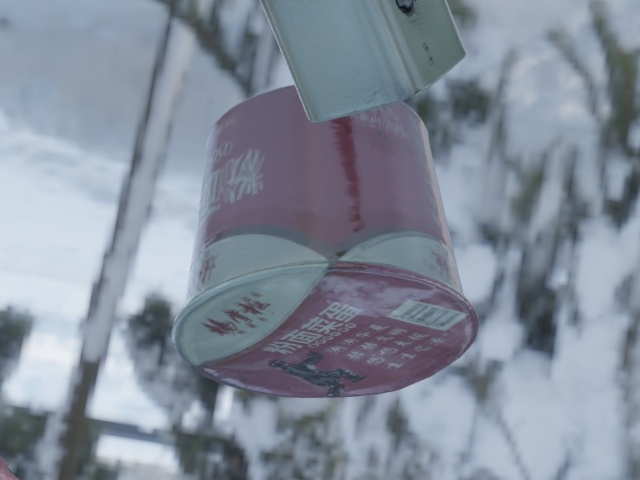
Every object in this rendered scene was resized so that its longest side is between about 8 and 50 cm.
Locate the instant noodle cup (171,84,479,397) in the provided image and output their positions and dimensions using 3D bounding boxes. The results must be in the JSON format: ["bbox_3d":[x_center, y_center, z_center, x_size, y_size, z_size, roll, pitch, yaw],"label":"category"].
[{"bbox_3d":[0.000,0.000,1.523,0.234,0.178,0.235,-2,151,-1],"label":"instant noodle cup"}]

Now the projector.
[{"bbox_3d":[0.024,-0.123,1.109,0.083,0.082,0.083,-11,-160,35],"label":"projector"}]

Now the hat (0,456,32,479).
[{"bbox_3d":[-0.093,0.238,1.025,0.286,0.107,0.237,31,142,23],"label":"hat"}]
